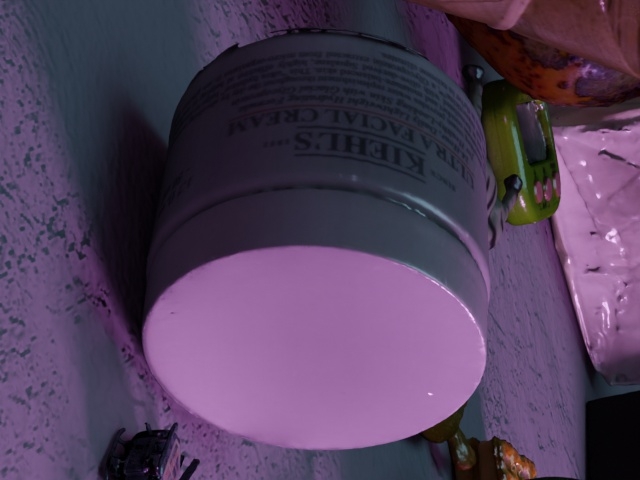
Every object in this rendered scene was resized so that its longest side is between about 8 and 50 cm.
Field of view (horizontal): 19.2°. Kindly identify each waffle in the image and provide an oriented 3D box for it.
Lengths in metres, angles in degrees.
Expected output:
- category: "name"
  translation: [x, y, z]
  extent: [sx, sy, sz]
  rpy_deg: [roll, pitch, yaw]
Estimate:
- category: "waffle"
  translation: [0.136, 0.226, 1.400]
  extent: [0.102, 0.042, 0.148]
  rpy_deg: [42, 41, -59]

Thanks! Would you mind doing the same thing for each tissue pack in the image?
- category: "tissue pack"
  translation: [0.356, -0.072, 1.896]
  extent: [0.380, 0.207, 0.297]
  rpy_deg: [-60, 137, -60]

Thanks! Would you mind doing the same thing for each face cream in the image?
- category: "face cream"
  translation: [0.000, 0.000, 0.990]
  extent: [0.177, 0.177, 0.153]
  rpy_deg: [56, 29, -45]

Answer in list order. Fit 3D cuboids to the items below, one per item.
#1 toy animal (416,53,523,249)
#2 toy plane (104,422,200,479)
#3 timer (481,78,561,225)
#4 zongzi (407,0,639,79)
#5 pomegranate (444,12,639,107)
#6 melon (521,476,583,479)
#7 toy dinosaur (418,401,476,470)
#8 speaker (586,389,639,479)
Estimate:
- category: "toy animal"
  translation: [0.094, -0.042, 1.409]
  extent: [0.217, 0.073, 0.176]
  rpy_deg: [61, 32, -47]
- category: "toy plane"
  translation: [-0.085, 0.127, 0.912]
  extent: [0.120, 0.031, 0.049]
  rpy_deg: [-72, 153, -57]
- category: "timer"
  translation: [0.173, -0.079, 1.658]
  extent: [0.140, 0.047, 0.128]
  rpy_deg: [-19, 98, -69]
- category: "zongzi"
  translation: [0.225, -0.274, 1.350]
  extent: [0.467, 0.218, 0.500]
  rpy_deg: [29, 38, -2]
- category: "pomegranate"
  translation: [0.213, -0.237, 1.607]
  extent: [0.340, 0.285, 0.285]
  rpy_deg: [123, -40, -76]
- category: "melon"
  translation: [0.145, 0.285, 1.205]
  extent: [0.182, 0.182, 0.287]
  rpy_deg: [56, 31, -44]
- category: "toy dinosaur"
  translation: [0.071, 0.116, 1.303]
  extent: [0.162, 0.039, 0.126]
  rpy_deg: [-29, 108, -67]
- category: "speaker"
  translation: [0.365, 0.291, 1.760]
  extent: [0.232, 0.184, 0.254]
  rpy_deg: [58, 27, -42]
